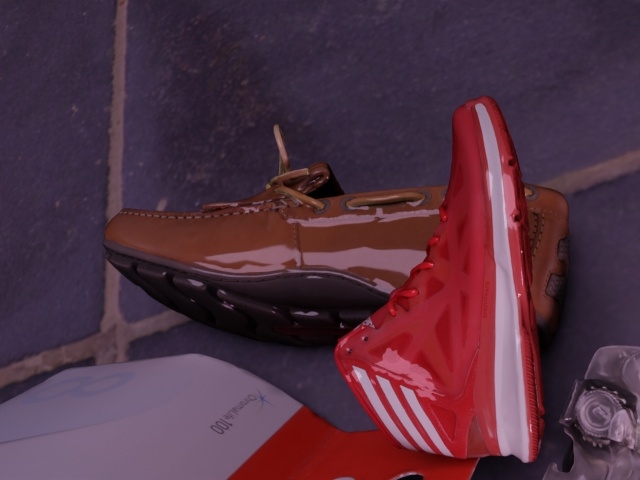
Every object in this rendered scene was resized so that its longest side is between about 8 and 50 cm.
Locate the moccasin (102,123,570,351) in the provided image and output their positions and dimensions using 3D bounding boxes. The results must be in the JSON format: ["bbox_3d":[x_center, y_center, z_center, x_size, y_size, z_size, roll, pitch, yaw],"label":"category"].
[{"bbox_3d":[-0.001,-0.001,0.663,0.380,0.139,0.147,-1,62,28],"label":"moccasin"}]

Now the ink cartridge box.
[{"bbox_3d":[-0.106,0.150,0.539,0.385,0.308,0.091,-13,96,24],"label":"ink cartridge box"}]

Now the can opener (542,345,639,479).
[{"bbox_3d":[0.160,0.199,0.510,0.076,0.095,0.283,21,88,36],"label":"can opener"}]

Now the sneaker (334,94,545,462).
[{"bbox_3d":[0.064,0.025,0.518,0.128,0.087,0.221,-6,79,18],"label":"sneaker"}]
